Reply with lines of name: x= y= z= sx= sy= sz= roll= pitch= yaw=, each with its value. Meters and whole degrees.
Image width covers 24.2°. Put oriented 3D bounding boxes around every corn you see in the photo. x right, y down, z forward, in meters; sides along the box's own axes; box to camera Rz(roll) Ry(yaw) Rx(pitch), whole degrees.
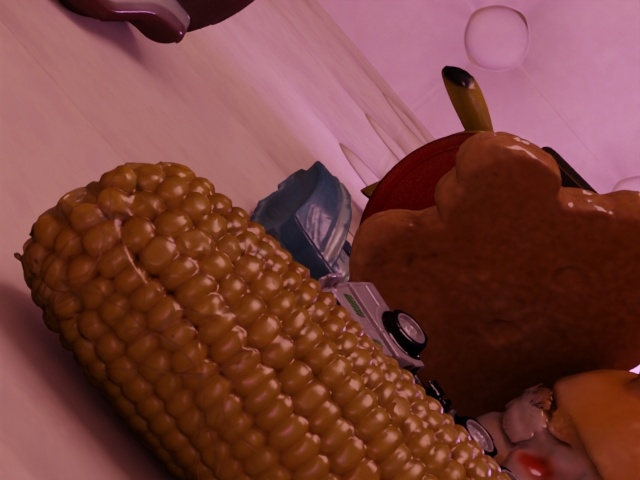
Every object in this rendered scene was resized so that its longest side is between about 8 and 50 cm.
corn: x=0.001 y=0.116 z=0.811 sx=0.387 sy=0.144 sz=0.144 roll=50 pitch=11 yaw=-2

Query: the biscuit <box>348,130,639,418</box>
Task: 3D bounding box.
biscuit: x=0.145 y=0.051 z=1.235 sx=0.376 sy=0.269 sz=0.051 roll=84 pitch=0 yaw=-45

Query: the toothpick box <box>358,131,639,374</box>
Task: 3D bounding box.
toothpick box: x=0.191 y=0.053 z=1.480 sx=0.204 sy=0.204 sz=0.333 roll=57 pitch=9 yaw=32

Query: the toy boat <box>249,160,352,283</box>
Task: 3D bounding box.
toy boat: x=0.000 y=0.000 z=1.337 sx=0.102 sy=0.088 sz=0.215 roll=51 pitch=9 yaw=-11

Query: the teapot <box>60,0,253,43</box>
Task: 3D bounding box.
teapot: x=-0.191 y=-0.348 z=1.410 sx=0.312 sy=0.233 sz=0.315 roll=48 pitch=45 yaw=-41

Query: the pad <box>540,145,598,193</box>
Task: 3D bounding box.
pad: x=0.272 y=0.073 z=1.860 sx=0.315 sy=0.063 sz=0.375 roll=-126 pitch=-150 yaw=-45

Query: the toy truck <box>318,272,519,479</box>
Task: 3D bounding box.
toy truck: x=0.044 y=0.143 z=1.011 sx=0.125 sy=0.101 sz=0.242 roll=5 pitch=47 yaw=-58

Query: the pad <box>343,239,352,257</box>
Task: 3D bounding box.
pad: x=0.135 y=0.130 z=1.638 sx=0.269 sy=0.012 sz=0.270 roll=37 pitch=16 yaw=-49

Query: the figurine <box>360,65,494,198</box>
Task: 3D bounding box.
figurine: x=0.182 y=-0.015 z=1.802 sx=0.169 sy=0.218 sz=0.327 roll=15 pitch=45 yaw=-36

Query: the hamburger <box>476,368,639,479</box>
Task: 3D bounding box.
hamburger: x=0.248 y=0.220 z=1.205 sx=0.276 sy=0.237 sz=0.276 roll=49 pitch=12 yaw=-14
